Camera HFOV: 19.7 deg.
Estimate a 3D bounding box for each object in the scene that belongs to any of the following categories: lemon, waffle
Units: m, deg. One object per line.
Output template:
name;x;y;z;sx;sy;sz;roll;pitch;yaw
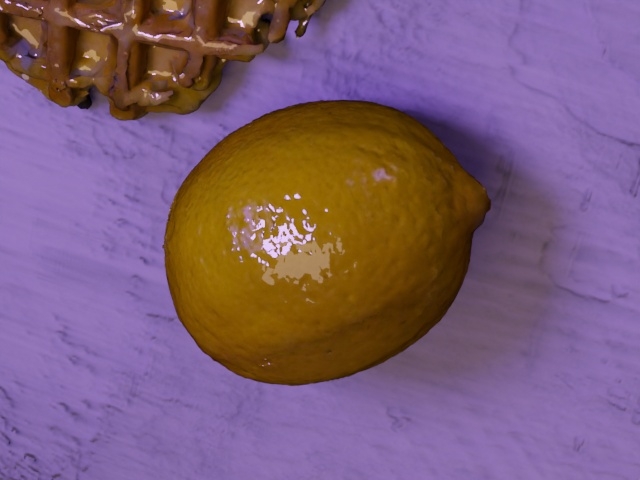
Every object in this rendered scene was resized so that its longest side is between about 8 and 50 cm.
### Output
lemon;-0.004;0.002;1.504;0.236;0.236;0.263;44;99;-8
waffle;-0.171;-0.284;1.491;0.380;0.095;0.382;-34;105;27
